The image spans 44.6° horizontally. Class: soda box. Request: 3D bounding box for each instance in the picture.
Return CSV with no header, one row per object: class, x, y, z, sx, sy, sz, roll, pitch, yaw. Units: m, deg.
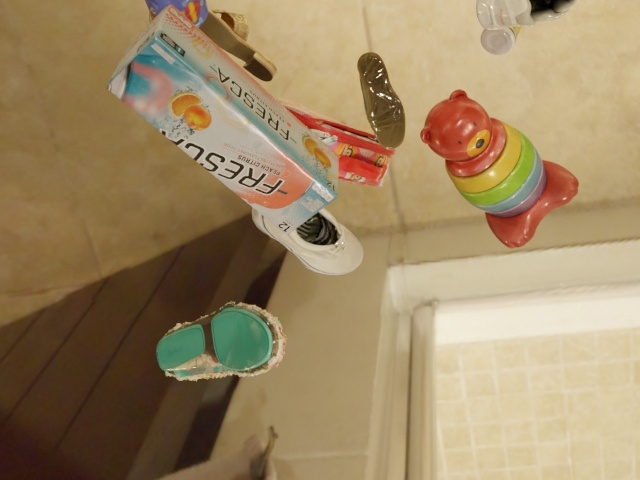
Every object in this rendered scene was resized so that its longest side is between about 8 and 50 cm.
soda box,-0.067,-0.087,0.593,0.058,0.063,0.183,-37,118,27

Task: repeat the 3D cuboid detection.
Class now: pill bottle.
pill bottle,0.348,-0.409,1.477,0.065,0.116,0.065,18,142,14

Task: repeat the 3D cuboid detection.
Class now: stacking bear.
stacking bear,0.289,-0.143,1.361,0.175,0.164,0.289,-46,129,10

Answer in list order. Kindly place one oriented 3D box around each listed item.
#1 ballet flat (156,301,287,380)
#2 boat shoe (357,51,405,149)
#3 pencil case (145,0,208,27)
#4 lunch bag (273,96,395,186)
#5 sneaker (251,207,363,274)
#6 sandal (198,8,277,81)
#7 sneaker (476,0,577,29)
ballet flat,-0.106,0.121,0.932,0.241,0.077,0.091,-12,78,46
boat shoe,0.092,-0.215,1.217,0.056,0.048,0.153,-21,93,-2
pencil case,-0.309,-0.537,1.471,0.119,0.133,0.306,-29,141,-10
lunch bag,0.014,-0.191,1.610,0.258,0.293,0.120,30,104,33
sneaker,0.000,0.000,1.251,0.091,0.258,0.094,15,82,42
sandal,-0.180,-0.451,1.693,0.240,0.079,0.088,39,154,-21
sneaker,0.343,-0.372,1.138,0.232,0.115,0.090,-42,133,-14
